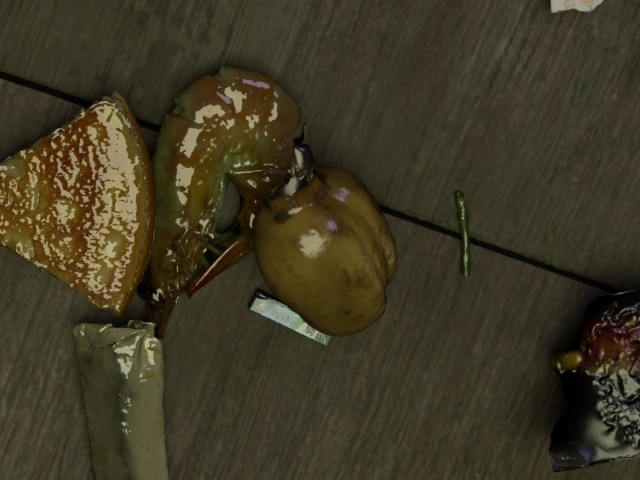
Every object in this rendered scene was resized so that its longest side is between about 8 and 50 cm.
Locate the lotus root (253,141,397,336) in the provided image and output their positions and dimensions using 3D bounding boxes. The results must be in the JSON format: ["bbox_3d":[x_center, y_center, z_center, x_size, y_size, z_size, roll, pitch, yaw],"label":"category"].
[{"bbox_3d":[0.000,0.000,1.759,0.118,0.125,0.221,-14,138,18],"label":"lotus root"}]

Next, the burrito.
[{"bbox_3d":[-0.178,0.202,1.827,0.082,0.059,0.275,2,107,19],"label":"burrito"}]

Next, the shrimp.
[{"bbox_3d":[-0.100,-0.029,1.791,0.145,0.061,0.267,20,98,-21],"label":"shrimp"}]

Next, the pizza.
[{"bbox_3d":[-0.240,-0.042,1.760,0.193,0.053,0.201,8,101,1],"label":"pizza"}]

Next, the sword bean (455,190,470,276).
[{"bbox_3d":[0.135,-0.006,1.851,0.012,0.012,0.083,-7,102,-6],"label":"sword bean"}]

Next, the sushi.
[{"bbox_3d":[0.301,0.121,1.840,0.172,0.153,0.150,-12,87,17],"label":"sushi"}]

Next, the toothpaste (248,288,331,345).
[{"bbox_3d":[-0.027,0.072,1.843,0.083,0.017,0.020,26,98,-13],"label":"toothpaste"}]

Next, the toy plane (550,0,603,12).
[{"bbox_3d":[0.231,-0.304,1.777,0.078,0.053,0.197,-10,104,3],"label":"toy plane"}]
